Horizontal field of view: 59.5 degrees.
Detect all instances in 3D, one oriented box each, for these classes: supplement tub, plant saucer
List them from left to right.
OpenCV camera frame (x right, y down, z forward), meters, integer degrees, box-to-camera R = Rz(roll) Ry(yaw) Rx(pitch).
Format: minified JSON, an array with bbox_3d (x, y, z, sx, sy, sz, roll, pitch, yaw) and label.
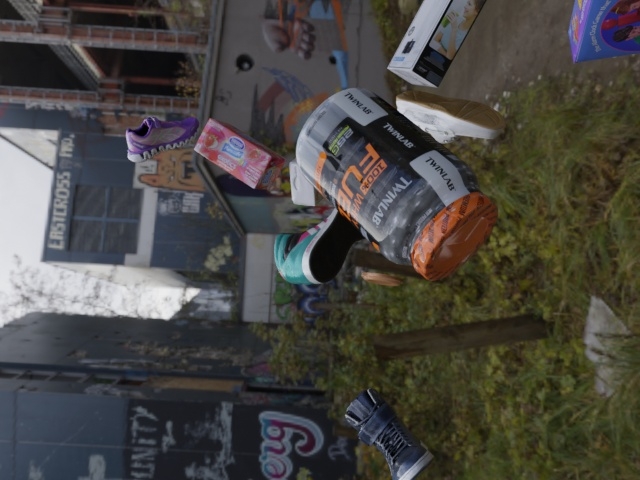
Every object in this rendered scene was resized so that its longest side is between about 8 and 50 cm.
[{"bbox_3d":[0.122,0.078,1.105,0.083,0.084,0.013,99,-179,-81],"label":"plant saucer"},{"bbox_3d":[0.127,-0.100,0.978,0.338,0.207,0.207,46,150,31],"label":"supplement tub"}]

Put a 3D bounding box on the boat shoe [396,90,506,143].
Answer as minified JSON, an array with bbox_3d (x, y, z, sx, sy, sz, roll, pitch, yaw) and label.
[{"bbox_3d":[0.295,-0.270,1.288,0.277,0.098,0.096,29,136,39],"label":"boat shoe"}]

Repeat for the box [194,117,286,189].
[{"bbox_3d":[-0.259,-0.279,1.815,0.122,0.257,0.128,-60,-14,13],"label":"box"}]

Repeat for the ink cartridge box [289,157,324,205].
[{"bbox_3d":[-0.014,-0.222,1.860,0.203,0.086,0.148,-47,-41,-50],"label":"ink cartridge box"}]

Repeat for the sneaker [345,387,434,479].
[{"bbox_3d":[0.113,0.343,0.982,0.086,0.163,0.226,-44,-13,-4],"label":"sneaker"}]

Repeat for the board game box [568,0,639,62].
[{"bbox_3d":[0.540,-0.431,0.870,0.347,0.233,0.078,54,-146,-66],"label":"board game box"}]

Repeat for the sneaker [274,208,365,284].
[{"bbox_3d":[0.000,0.000,1.249,0.295,0.178,0.123,-47,-65,-42],"label":"sneaker"}]

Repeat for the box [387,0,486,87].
[{"bbox_3d":[0.298,-0.535,1.391,0.290,0.087,0.169,-60,21,10],"label":"box"}]

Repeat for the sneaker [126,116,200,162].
[{"bbox_3d":[-0.470,-0.322,1.656,0.095,0.236,0.104,36,148,46],"label":"sneaker"}]
